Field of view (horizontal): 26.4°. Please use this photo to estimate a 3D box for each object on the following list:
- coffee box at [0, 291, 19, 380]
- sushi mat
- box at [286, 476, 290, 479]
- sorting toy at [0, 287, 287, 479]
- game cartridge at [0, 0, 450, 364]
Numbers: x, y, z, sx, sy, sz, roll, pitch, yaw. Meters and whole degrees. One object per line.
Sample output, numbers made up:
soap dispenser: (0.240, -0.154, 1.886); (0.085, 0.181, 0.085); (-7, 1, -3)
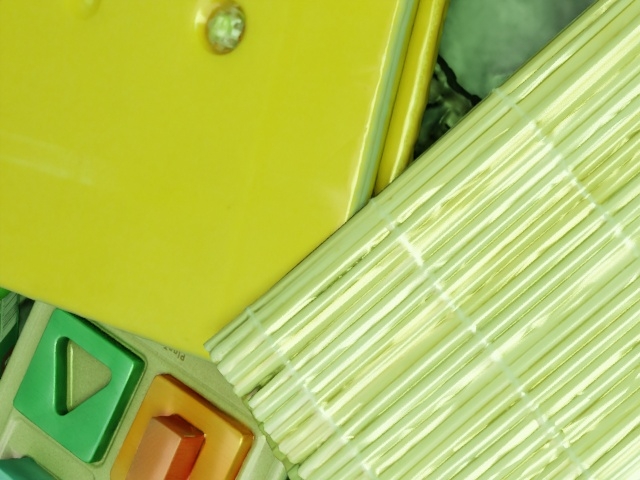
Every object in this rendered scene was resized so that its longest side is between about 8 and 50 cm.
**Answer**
coffee box: (-0.243, 0.076, 0.828); (0.113, 0.040, 0.184); (11, 115, 2)
sushi mat: (0.110, -0.001, 0.510); (0.316, 0.019, 0.151); (-42, 75, 8)
box: (0.026, 0.106, 0.671); (0.052, 0.062, 0.083); (38, 123, 18)
sorting toy: (-0.113, 0.122, 0.689); (0.348, 0.047, 0.196); (30, 104, 29)
game cartridge: (-0.096, -0.109, 0.638); (0.324, 0.053, 0.285); (17, 96, 30)
